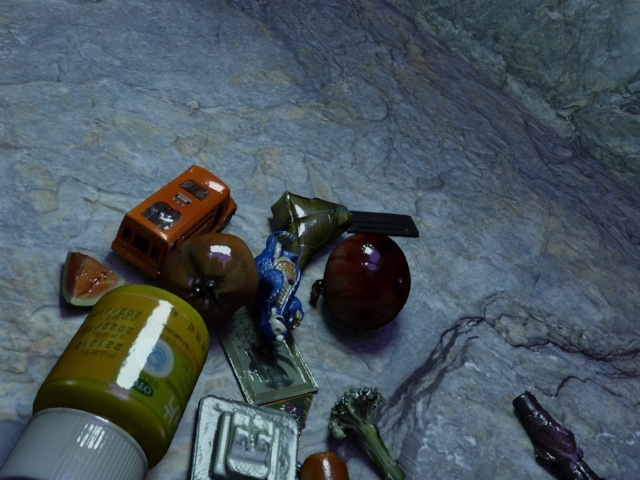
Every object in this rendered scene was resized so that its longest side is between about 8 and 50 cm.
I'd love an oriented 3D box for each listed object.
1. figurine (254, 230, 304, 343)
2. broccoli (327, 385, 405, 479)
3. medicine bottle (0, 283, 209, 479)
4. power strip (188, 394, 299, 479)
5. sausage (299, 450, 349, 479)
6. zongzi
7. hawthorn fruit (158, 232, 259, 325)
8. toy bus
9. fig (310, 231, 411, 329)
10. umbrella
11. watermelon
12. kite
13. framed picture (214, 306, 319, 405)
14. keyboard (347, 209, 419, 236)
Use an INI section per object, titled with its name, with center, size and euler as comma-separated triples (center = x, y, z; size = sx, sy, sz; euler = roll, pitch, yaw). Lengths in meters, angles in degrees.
[figurine]
center = -0.103, 0.108, 1.465
size = 0.121, 0.164, 0.262
euler = -10, 37, 12
[broccoli]
center = 0.100, 0.390, 1.342
size = 0.204, 0.118, 0.122
euler = 61, 15, 12
[medicine bottle]
center = -0.336, 0.268, 1.077
size = 0.224, 0.224, 0.384
euler = 26, 38, -6
[power strip]
center = -0.127, 0.371, 1.207
size = 0.198, 0.064, 0.213
euler = 15, 41, -15
[sausage]
center = 0.021, 0.508, 1.155
size = 0.089, 0.083, 0.300
euler = 12, 46, -29
[zongzi]
center = 0.000, 0.000, 1.686
size = 0.221, 0.112, 0.242
euler = 5, 55, -32
[hawthorn fruit]
center = -0.226, 0.070, 1.411
size = 0.199, 0.199, 0.251
euler = 26, 9, -6
[toy bus]
center = -0.307, -0.060, 1.510
size = 0.143, 0.153, 0.329
euler = 34, 38, 6
[fig]
center = 0.102, 0.090, 1.568
size = 0.235, 0.235, 0.214
euler = -5, 13, -36
[umbrella]
center = 0.551, 0.483, 1.525
size = 0.090, 0.094, 0.326
euler = 8, 42, -47
[watermelon]
center = -0.464, 0.060, 1.326
size = 0.125, 0.094, 0.135
euler = -28, 61, -38
[kite]
center = -0.108, 0.385, 1.269
size = 0.234, 0.016, 0.321
euler = 26, 38, -3
[framed picture]
center = -0.120, 0.236, 1.421
size = 0.173, 0.010, 0.231
euler = -5, 51, -37
[keyboard]
center = 0.168, -0.050, 1.912
size = 0.251, 0.017, 0.087
euler = 2, 48, -30
